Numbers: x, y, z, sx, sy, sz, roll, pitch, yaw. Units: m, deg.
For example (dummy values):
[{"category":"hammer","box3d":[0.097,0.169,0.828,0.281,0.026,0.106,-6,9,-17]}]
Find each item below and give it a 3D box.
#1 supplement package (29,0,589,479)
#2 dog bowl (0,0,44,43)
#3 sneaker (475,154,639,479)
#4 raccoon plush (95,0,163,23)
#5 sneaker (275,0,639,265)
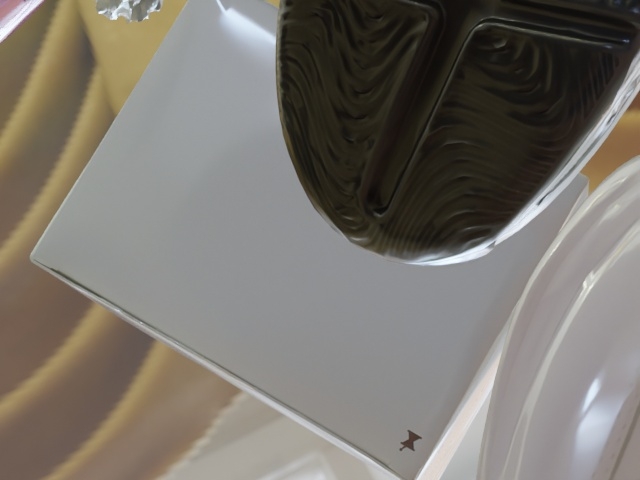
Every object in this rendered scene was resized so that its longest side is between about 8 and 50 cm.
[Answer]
[{"category":"supplement package","box3d":[0.000,0.000,1.106,0.204,0.262,0.145,-59,-11,-5]},{"category":"dog bowl","box3d":[-0.143,-0.176,0.372,0.408,0.408,0.150,-44,-46,16]},{"category":"sneaker","box3d":[0.162,0.011,0.461,0.305,0.152,0.114,-42,-58,-16]},{"category":"raccoon plush","box3d":[-0.005,-0.274,0.992,0.446,0.216,0.299,-35,-31,13]},{"category":"sneaker","box3d":[0.152,-0.179,0.790,0.257,0.169,0.447,26,-94,-60]}]
